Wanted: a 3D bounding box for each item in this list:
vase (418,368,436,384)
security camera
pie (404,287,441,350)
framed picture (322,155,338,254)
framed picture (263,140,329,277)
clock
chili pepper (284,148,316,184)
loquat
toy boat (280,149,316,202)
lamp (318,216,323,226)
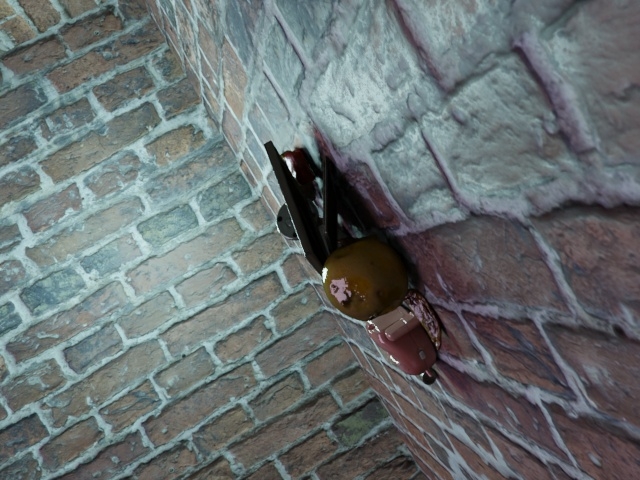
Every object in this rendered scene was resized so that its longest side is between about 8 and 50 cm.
[{"bbox_3d":[0.345,0.439,2.045,0.053,0.053,0.101,62,174,-16],"label":"vase"},{"bbox_3d":[-0.025,-0.026,2.109,0.301,0.157,0.080,42,-178,23],"label":"security camera"},{"bbox_3d":[0.288,0.202,1.658,0.191,0.033,0.088,58,155,18],"label":"pie"},{"bbox_3d":[0.029,-0.075,1.769,0.217,0.017,0.274,73,-166,-54],"label":"framed picture"},{"bbox_3d":[-0.045,-0.054,1.867,0.326,0.028,0.446,56,-170,-54],"label":"framed picture"},{"bbox_3d":[0.253,0.322,1.903,0.241,0.142,0.227,59,172,-21],"label":"clock"},{"bbox_3d":[-0.069,-0.244,2.020,0.123,0.071,0.073,59,-162,-14],"label":"chili pepper"},{"bbox_3d":[0.117,0.095,1.642,0.243,0.244,0.244,57,171,15],"label":"loquat"},{"bbox_3d":[-0.082,-0.196,2.180,0.121,0.089,0.321,45,163,35],"label":"toy boat"},{"bbox_3d":[-0.002,-0.004,2.211,0.156,0.135,0.157,64,171,-25],"label":"lamp"}]
